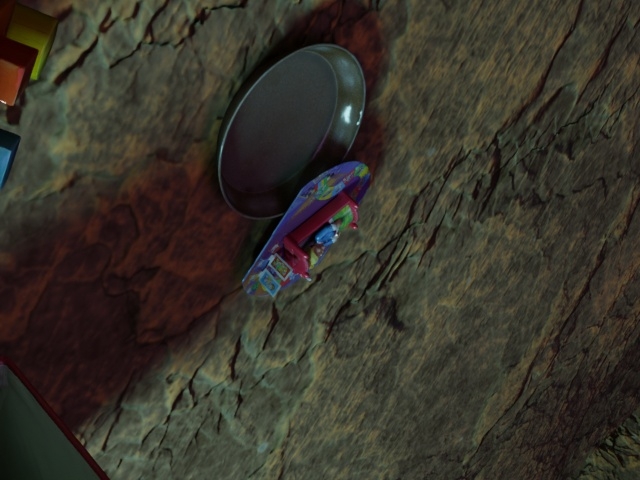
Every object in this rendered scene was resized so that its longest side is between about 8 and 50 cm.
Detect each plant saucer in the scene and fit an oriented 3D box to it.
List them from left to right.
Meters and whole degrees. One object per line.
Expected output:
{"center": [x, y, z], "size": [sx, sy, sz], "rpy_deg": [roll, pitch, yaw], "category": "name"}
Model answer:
{"center": [-0.029, -0.097, 0.835], "size": [0.168, 0.029, 0.168], "rpy_deg": [-34, 143, -30], "category": "plant saucer"}

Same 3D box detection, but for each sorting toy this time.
{"center": [-0.182, -0.070, 0.518], "size": [0.047, 0.196, 0.347], "rpy_deg": [19, 110, -17], "category": "sorting toy"}

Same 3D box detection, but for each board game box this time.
{"center": [0.000, 0.000, 0.932], "size": [0.168, 0.033, 0.133], "rpy_deg": [-56, 157, 23], "category": "board game box"}

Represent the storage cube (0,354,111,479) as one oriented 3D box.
{"center": [-0.266, 0.234, 0.684], "size": [0.184, 0.215, 0.193], "rpy_deg": [-19, 141, -43], "category": "storage cube"}
